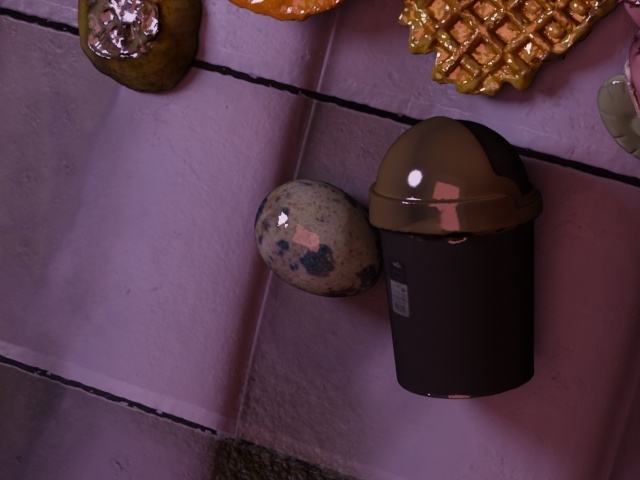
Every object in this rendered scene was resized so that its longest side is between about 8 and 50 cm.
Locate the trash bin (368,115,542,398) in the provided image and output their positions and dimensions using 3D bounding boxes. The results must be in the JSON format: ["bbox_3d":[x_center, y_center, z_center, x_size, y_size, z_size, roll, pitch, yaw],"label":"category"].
[{"bbox_3d":[0.171,0.011,1.676,0.214,0.214,0.334,-3,102,19],"label":"trash bin"}]

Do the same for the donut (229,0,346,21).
[{"bbox_3d":[-0.024,-0.431,1.724,0.303,0.110,0.303,4,101,20],"label":"donut"}]

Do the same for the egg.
[{"bbox_3d":[0.000,0.000,1.765,0.181,0.141,0.141,37,108,1],"label":"egg"}]

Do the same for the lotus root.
[{"bbox_3d":[-0.257,-0.301,1.837,0.183,0.078,0.204,2,97,17],"label":"lotus root"}]

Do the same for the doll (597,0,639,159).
[{"bbox_3d":[0.452,-0.214,1.573,0.284,0.216,0.268,-10,129,27],"label":"doll"}]

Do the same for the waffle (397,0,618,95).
[{"bbox_3d":[0.234,-0.310,1.685,0.280,0.060,0.262,6,102,18],"label":"waffle"}]
